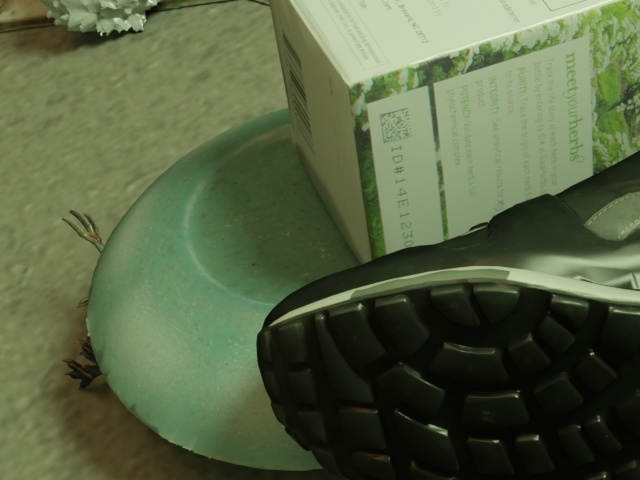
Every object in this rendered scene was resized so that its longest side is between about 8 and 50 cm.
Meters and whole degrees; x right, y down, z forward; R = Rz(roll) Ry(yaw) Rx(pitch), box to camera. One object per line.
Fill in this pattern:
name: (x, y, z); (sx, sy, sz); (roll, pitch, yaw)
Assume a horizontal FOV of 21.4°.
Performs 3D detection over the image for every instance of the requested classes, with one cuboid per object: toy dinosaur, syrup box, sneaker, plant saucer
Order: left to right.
toy dinosaur: (-0.076, 0.027, 0.716); (0.090, 0.047, 0.082); (33, 54, 10)
plant saucer: (0.000, 0.000, 0.657); (0.195, 0.037, 0.195); (-6, 46, 6)
syrup box: (0.108, -0.080, 0.621); (0.237, 0.093, 0.096); (-19, 43, -10)
sneaker: (0.122, 0.015, 0.572); (0.283, 0.107, 0.124); (-8, 34, 14)

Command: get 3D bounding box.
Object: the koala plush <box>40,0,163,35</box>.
koala plush: (-0.074, -0.220, 0.877); (0.221, 0.203, 0.196); (-39, 50, 21)
